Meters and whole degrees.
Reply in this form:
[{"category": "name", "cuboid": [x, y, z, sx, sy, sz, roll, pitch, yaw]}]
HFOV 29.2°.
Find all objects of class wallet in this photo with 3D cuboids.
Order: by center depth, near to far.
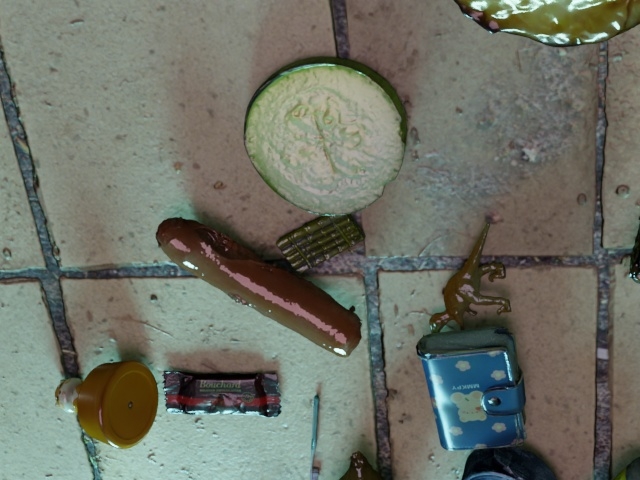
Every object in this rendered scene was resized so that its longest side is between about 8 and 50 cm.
[{"category": "wallet", "cuboid": [0.223, 0.215, 1.764, 0.141, 0.059, 0.202, -8, 126, 12]}]

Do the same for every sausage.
[{"category": "sausage", "cuboid": [-0.085, 0.061, 1.730, 0.327, 0.087, 0.079, 30, 84, -7]}]

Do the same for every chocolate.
[{"category": "chocolate", "cuboid": [-0.150, 0.235, 1.867, 0.183, 0.028, 0.086, 3, 116, 9]}]

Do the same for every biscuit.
[{"category": "biscuit", "cuboid": [0.262, -0.354, 1.399, 0.296, 0.102, 0.296, 20, 145, 15]}]

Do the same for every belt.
[{"category": "belt", "cuboid": [0.287, 0.389, 1.853, 0.141, 0.082, 0.190, -23, 113, 29]}]

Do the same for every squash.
[{"category": "squash", "cuboid": [0.008, -0.141, 1.634, 0.219, 0.041, 0.219, 4, 116, 8]}]

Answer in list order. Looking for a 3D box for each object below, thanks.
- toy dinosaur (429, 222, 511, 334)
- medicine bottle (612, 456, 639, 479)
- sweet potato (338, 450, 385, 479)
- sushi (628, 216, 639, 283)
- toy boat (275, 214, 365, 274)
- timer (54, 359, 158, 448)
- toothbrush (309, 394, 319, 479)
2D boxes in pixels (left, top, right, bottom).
[{"category": "toy dinosaur", "cuboid": [0.195, 0.057, 1.711, 0.126, 0.039, 0.162, -13, 115, 17]}, {"category": "medicine bottle", "cuboid": [0.434, 0.464, 1.839, 0.141, 0.141, 0.293, 31, 119, -9]}, {"category": "sweet potato", "cuboid": [0.051, 0.490, 1.910, 0.158, 0.158, 0.369, 17, 115, -1]}, {"category": "sushi", "cuboid": [0.454, 0.018, 1.615, 0.094, 0.098, 0.084, 11, 119, 5]}, {"category": "toy boat", "cuboid": [0.000, 0.000, 1.720, 0.115, 0.016, 0.063, -28, 112, 22]}, {"category": "timer", "cuboid": [-0.344, 0.240, 1.862, 0.152, 0.132, 0.132, 3, 122, 32]}, {"category": "toothbrush", "cuboid": [-0.007, 0.307, 1.894, 0.014, 0.011, 0.167, 3, 119, 1]}]
